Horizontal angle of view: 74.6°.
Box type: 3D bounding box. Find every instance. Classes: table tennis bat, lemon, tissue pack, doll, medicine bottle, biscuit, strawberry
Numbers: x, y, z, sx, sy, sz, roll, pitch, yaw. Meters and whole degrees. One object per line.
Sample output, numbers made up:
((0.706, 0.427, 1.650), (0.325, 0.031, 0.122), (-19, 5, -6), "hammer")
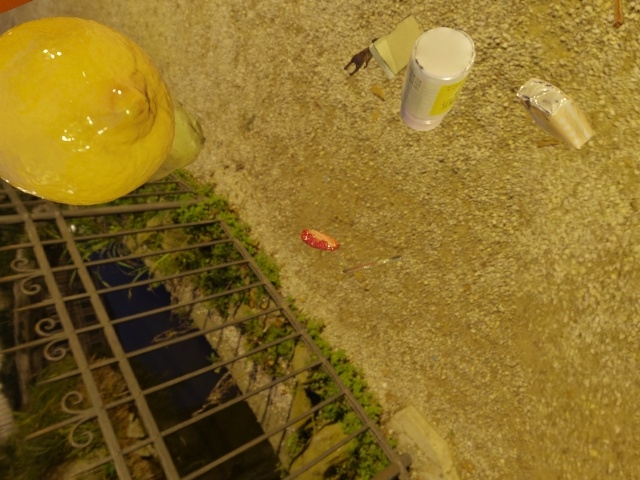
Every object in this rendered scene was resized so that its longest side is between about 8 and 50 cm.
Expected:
((0.208, 0.099, 1.698), (0.247, 0.138, 0.022), (-15, 90, 14), "table tennis bat")
((-0.254, -0.129, 0.441), (0.244, 0.187, 0.186), (4, 101, 34), "lemon")
((0.737, -0.401, 1.323), (0.090, 0.222, 0.186), (-50, 40, 21), "tissue pack")
((0.186, -0.775, 1.756), (0.057, 0.139, 0.165), (47, 138, 0), "doll")
((0.415, -0.583, 1.566), (0.378, 0.214, 0.213), (83, 164, -76), "medicine bottle")
((0.308, -0.744, 1.613), (0.150, 0.252, 0.052), (49, 159, -11), "biscuit")
((-0.002, 0.003, 1.266), (0.152, 0.104, 0.048), (40, 114, 52), "strawberry")

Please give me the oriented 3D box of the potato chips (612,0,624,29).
((0.887, -0.687, 1.254), (0.037, 0.204, 0.026), (35, 148, -17), "potato chips")

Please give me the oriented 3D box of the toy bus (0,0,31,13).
((-0.500, -0.575, 0.828), (0.092, 0.409, 0.093), (57, 167, 2), "toy bus")

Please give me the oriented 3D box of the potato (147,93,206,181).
((-0.309, -0.171, 0.655), (0.248, 0.143, 0.169), (4, 146, 16), "potato")
